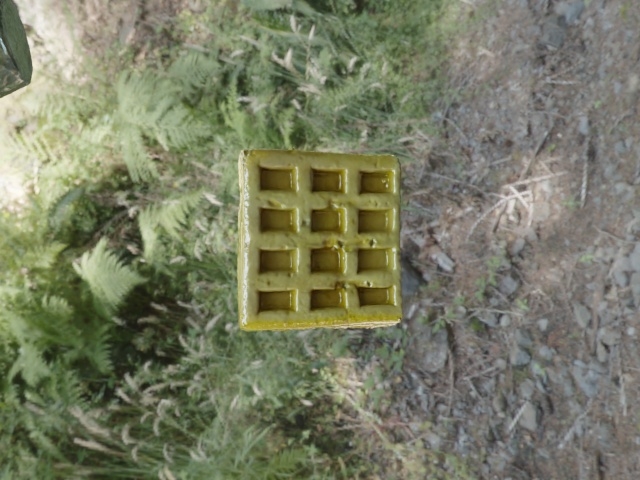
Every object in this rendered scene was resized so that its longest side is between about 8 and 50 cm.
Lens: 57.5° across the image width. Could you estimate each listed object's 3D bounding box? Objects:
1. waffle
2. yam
[{"bbox_3d":[0.000,0.000,0.789,0.055,0.221,0.247,178,91,-76],"label":"waffle"},{"bbox_3d":[-0.419,-0.197,0.658,0.107,0.194,0.107,-21,-90,-88],"label":"yam"}]
